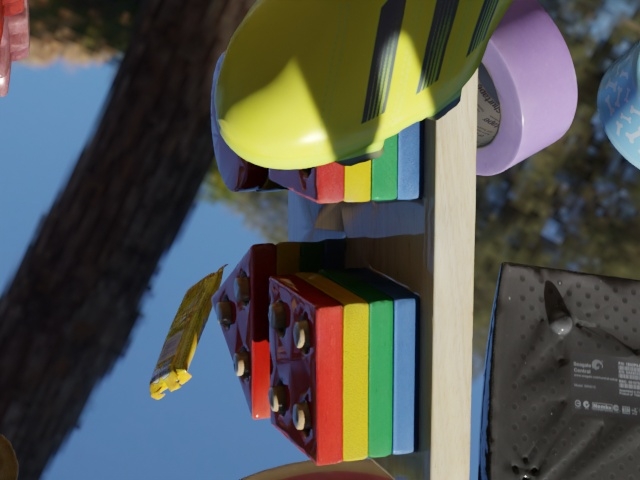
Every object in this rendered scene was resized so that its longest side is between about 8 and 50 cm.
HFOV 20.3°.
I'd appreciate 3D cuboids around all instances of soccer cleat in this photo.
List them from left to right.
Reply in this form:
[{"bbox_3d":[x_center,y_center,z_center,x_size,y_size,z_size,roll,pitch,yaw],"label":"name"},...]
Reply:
[{"bbox_3d":[0.060,-0.144,0.692,0.093,0.289,0.121,37,161,31],"label":"soccer cleat"}]

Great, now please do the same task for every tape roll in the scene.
[{"bbox_3d":[0.166,-0.166,1.815,0.080,0.189,0.189,-29,-128,-28],"label":"tape roll"}]

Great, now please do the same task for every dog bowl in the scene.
[{"bbox_3d":[0.418,-0.186,1.838,0.297,0.074,0.166,-40,-103,-22],"label":"dog bowl"}]

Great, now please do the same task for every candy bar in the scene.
[{"bbox_3d":[-0.103,0.068,1.391,0.018,0.040,0.161,47,-153,-18],"label":"candy bar"}]

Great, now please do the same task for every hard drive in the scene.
[{"bbox_3d":[0.167,0.147,1.016,0.172,0.054,0.255,7,-112,-16],"label":"hard drive"}]

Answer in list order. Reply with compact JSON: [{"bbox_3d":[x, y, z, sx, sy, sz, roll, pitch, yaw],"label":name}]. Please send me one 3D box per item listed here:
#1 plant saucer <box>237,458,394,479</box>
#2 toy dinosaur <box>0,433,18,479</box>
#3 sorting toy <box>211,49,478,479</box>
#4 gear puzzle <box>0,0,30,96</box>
[{"bbox_3d":[-0.002,0.269,1.376,0.332,0.084,0.332,-7,-153,4],"label":"plant saucer"},{"bbox_3d":[-0.221,0.148,1.039,0.092,0.183,0.053,-7,-179,-13],"label":"toy dinosaur"},{"bbox_3d":[0.000,0.000,1.061,0.089,0.257,0.255,-4,-168,-18],"label":"sorting toy"},{"bbox_3d":[-0.144,-0.181,0.788,0.044,0.176,0.339,-2,171,-8],"label":"gear puzzle"}]
